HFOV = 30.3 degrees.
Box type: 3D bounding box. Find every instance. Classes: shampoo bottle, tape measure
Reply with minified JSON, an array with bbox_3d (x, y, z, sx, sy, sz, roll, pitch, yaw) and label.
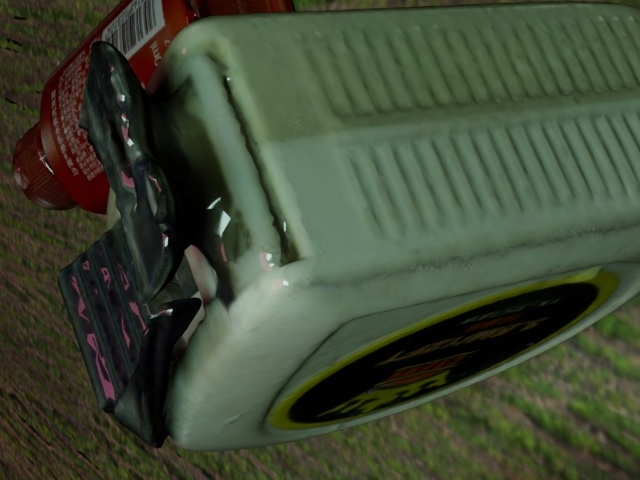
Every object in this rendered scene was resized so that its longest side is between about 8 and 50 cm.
[{"bbox_3d":[-0.123,-0.092,0.791,0.314,0.076,0.118,-25,84,55],"label":"shampoo bottle"},{"bbox_3d":[0.000,0.000,0.475,0.231,0.271,0.133,-43,65,50],"label":"tape measure"}]
